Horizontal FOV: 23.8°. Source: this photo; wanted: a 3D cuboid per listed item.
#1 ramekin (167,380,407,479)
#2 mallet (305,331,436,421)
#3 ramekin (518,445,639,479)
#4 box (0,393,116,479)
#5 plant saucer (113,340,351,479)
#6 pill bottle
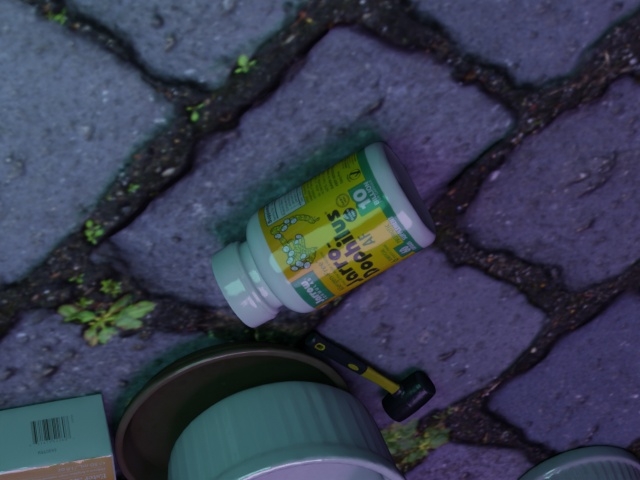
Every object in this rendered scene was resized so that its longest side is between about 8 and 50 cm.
[{"bbox_3d":[-0.042,0.284,1.717,0.277,0.135,0.277,-10,135,-10],"label":"ramekin"},{"bbox_3d":[0.061,0.146,1.748,0.062,0.039,0.190,-36,130,16],"label":"mallet"},{"bbox_3d":[0.354,0.380,2.024,0.207,0.109,0.207,-10,136,-9],"label":"ramekin"},{"bbox_3d":[-0.295,0.268,1.703,0.130,0.091,0.170,-9,135,-10],"label":"box"},{"bbox_3d":[-0.101,0.208,1.747,0.278,0.041,0.278,-9,136,-9],"label":"plant saucer"},{"bbox_3d":[0.000,0.000,1.519,0.208,0.117,0.117,-29,135,11],"label":"pill bottle"}]
